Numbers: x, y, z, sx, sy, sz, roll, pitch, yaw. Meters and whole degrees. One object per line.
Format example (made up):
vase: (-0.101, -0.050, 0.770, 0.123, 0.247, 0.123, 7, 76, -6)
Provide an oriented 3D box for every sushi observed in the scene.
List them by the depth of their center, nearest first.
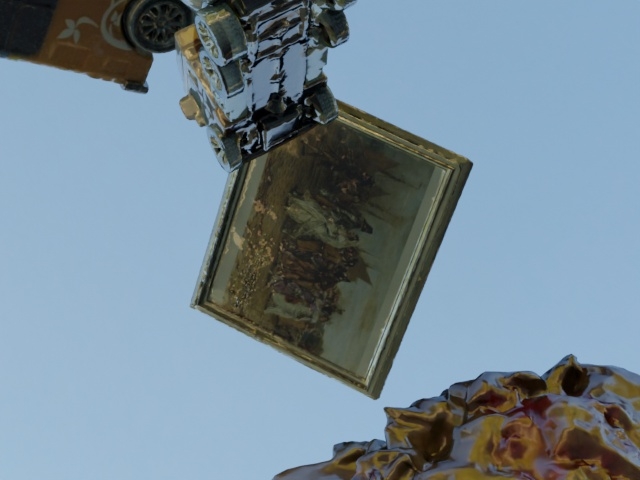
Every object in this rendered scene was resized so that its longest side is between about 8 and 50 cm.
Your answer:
sushi: (0.101, 0.179, 0.635, 0.238, 0.225, 0.218, -15, -52, -39)

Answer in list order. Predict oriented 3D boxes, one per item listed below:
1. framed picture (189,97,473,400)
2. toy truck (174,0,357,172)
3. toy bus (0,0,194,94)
framed picture: (0.000, 0.000, 1.232, 0.217, 0.017, 0.274, 24, -61, 12)
toy truck: (-0.058, -0.168, 0.986, 0.108, 0.256, 0.140, -29, -110, -14)
toy bus: (-0.175, -0.302, 1.083, 0.194, 0.162, 0.323, 9, -58, -31)
